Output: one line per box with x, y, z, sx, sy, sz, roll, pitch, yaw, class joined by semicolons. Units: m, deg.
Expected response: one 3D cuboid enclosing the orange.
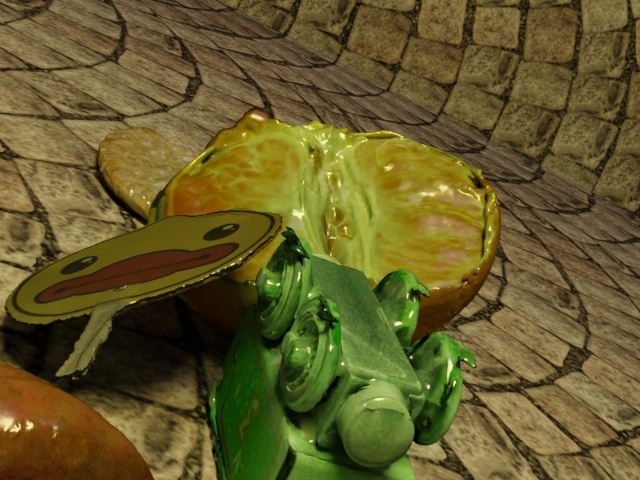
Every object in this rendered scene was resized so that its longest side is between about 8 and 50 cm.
0.000;0.009;0.984;0.334;0.196;0.262;2;26;-16;orange

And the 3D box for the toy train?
0.003;0.113;0.754;0.132;0.188;0.243;19;21;-20;toy train

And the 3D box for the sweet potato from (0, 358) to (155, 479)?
-0.235;0.116;0.572;0.354;0.106;0.095;12;-9;-40;sweet potato

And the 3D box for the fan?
-0.141;0.028;0.764;0.229;0.011;0.335;-14;17;7;fan

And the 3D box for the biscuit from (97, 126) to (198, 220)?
-0.176;-0.067;1.206;0.188;0.040;0.265;17;23;-27;biscuit
